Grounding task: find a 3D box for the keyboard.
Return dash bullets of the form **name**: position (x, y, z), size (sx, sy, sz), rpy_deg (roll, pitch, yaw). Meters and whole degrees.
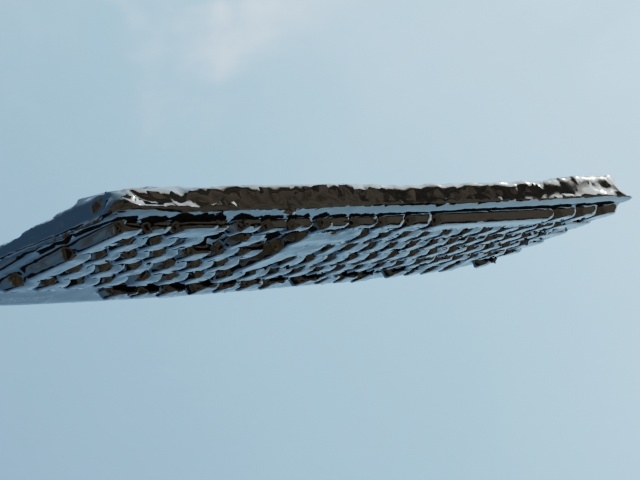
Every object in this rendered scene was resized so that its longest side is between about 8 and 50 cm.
- **keyboard**: position (0.000, 0.000, 0.565), size (0.250, 0.087, 0.017), rpy_deg (-4, -107, -50)
